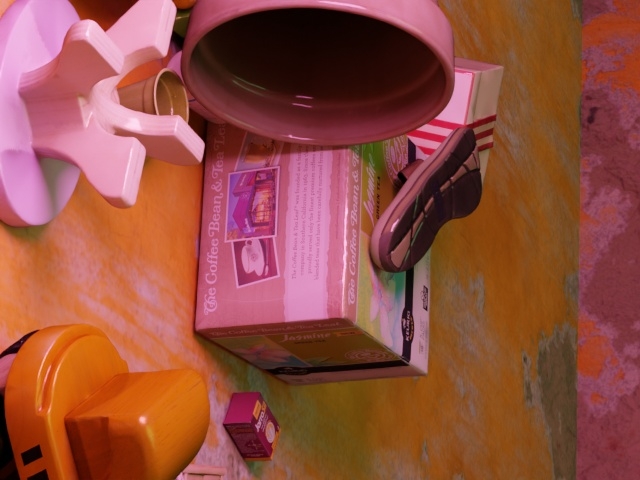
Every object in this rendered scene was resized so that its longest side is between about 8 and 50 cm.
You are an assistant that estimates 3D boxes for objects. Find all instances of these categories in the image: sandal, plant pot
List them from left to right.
[{"bbox_3d":[-0.210,-0.158,1.847,0.083,0.079,0.083,-6,90,-68],"label":"plant pot"},{"bbox_3d":[0.007,-0.310,1.882,0.323,0.323,0.280,47,43,-55],"label":"plant pot"},{"bbox_3d":[0.134,-0.065,2.081,0.303,0.086,0.120,-41,129,-46],"label":"sandal"}]

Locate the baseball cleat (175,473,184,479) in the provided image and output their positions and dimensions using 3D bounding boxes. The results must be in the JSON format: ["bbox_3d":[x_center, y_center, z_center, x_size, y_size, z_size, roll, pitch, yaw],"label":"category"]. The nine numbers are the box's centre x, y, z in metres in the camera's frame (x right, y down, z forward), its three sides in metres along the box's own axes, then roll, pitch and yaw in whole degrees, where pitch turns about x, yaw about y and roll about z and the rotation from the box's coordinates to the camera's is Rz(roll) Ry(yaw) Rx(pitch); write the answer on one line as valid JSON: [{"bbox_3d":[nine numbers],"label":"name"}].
[{"bbox_3d":[-0.208,0.299,1.705,0.072,0.109,0.206,38,52,-66],"label":"baseball cleat"}]

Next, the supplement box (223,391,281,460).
[{"bbox_3d":[-0.090,0.248,2.080,0.055,0.043,0.083,-72,147,-41],"label":"supplement box"}]

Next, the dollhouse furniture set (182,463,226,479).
[{"bbox_3d":[-0.024,0.341,1.814,0.303,0.356,0.173,20,66,-64],"label":"dollhouse furniture set"}]

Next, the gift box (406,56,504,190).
[{"bbox_3d":[0.118,-0.172,2.428,0.258,0.276,0.255,-26,122,-70],"label":"gift box"}]

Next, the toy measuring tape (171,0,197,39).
[{"bbox_3d":[-0.102,-0.280,2.075,0.330,0.121,0.121,32,55,-62],"label":"toy measuring tape"}]

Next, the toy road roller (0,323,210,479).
[{"bbox_3d":[-0.224,0.243,1.510,0.202,0.241,0.329,-40,121,-63],"label":"toy road roller"}]

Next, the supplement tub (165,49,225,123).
[{"bbox_3d":[-0.148,-0.199,2.015,0.107,0.071,0.071,31,56,-61],"label":"supplement tub"}]

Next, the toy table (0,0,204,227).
[{"bbox_3d":[-0.248,-0.149,1.656,0.252,0.161,0.274,34,55,-61],"label":"toy table"}]

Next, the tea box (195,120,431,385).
[{"bbox_3d":[0.000,0.000,2.126,0.323,0.220,0.329,35,52,-60],"label":"tea box"}]
